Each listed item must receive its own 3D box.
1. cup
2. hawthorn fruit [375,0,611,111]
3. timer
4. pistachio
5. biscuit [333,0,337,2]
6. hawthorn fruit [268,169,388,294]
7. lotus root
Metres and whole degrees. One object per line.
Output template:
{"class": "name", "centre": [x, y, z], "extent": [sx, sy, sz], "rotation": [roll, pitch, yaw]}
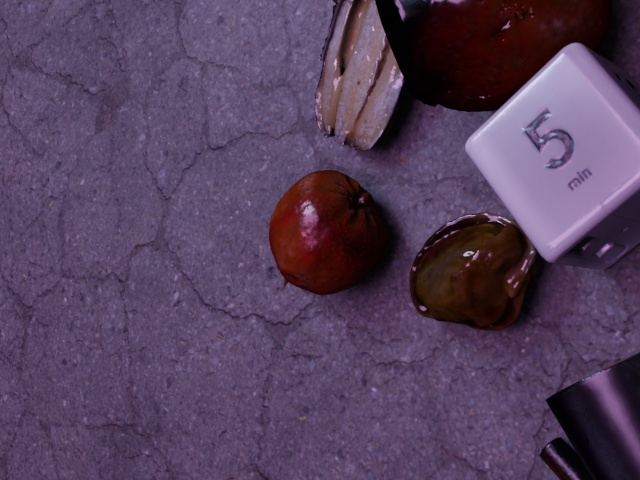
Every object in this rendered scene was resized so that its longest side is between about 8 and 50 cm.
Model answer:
{"class": "cup", "centre": [0.383, 0.246, 1.152], "extent": [0.166, 0.239, 0.177], "rotation": [-23, 73, -10]}
{"class": "hawthorn fruit", "centre": [0.216, -0.306, 1.211], "extent": [0.316, 0.316, 0.316], "rotation": [-4, 83, 37]}
{"class": "timer", "centre": [0.333, -0.097, 1.165], "extent": [0.194, 0.192, 0.195], "rotation": [-44, 62, 26]}
{"class": "pistachio", "centre": [0.205, 0.050, 1.292], "extent": [0.210, 0.130, 0.165], "rotation": [-33, 69, 40]}
{"class": "biscuit", "centre": [0.105, -0.501, 1.479], "extent": [0.305, 0.038, 0.305], "rotation": [-4, 83, 37]}
{"class": "hawthorn fruit", "centre": [0.000, 0.000, 1.431], "extent": [0.200, 0.179, 0.179], "rotation": [-49, 59, 33]}
{"class": "lotus root", "centre": [0.092, -0.301, 1.425], "extent": [0.167, 0.078, 0.329], "rotation": [34, 116, 28]}
